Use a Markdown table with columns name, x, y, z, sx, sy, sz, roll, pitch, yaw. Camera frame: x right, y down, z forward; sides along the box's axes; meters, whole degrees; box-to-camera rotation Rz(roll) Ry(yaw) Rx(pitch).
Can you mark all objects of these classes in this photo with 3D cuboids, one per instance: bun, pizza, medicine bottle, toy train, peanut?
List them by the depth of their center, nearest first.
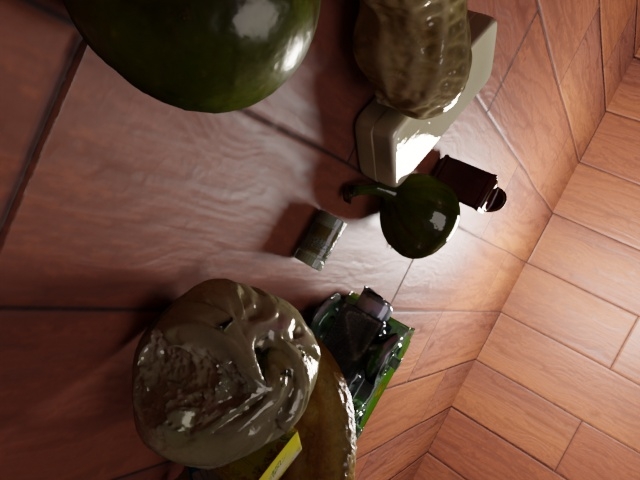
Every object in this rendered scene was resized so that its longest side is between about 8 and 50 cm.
| name | x | y | z | sx | sy | sz | roll | pitch | yaw |
| --- | --- | --- | --- | --- | --- | --- | --- | --- | --- |
| bun | -0.102 | 0.149 | 0.685 | 0.237 | 0.210 | 0.116 | -34 | -174 | -35 |
| peanut | 0.102 | -0.277 | 0.716 | 0.153 | 0.140 | 0.325 | -20 | 145 | 12 |
| pizza | -0.023 | 0.290 | 0.888 | 0.258 | 0.268 | 0.087 | -54 | 144 | -6 |
| medicine bottle | 0.000 | 0.000 | 0.896 | 0.083 | 0.047 | 0.047 | -61 | 154 | -1 |
| toy train | 0.049 | 0.238 | 1.085 | 0.307 | 0.173 | 0.249 | -61 | 160 | -1 |

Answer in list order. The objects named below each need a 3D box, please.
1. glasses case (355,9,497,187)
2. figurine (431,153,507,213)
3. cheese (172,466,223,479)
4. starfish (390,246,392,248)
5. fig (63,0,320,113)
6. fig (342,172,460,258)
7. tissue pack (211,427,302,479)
| name | x | y | z | sx | sy | sz | roll | pitch | yaw |
| --- | --- | --- | --- | --- | --- | --- | --- | --- | --- |
| glasses case | 0.174 | -0.232 | 0.955 | 0.313 | 0.070 | 0.131 | -49 | 151 | -23 |
| figurine | 0.304 | -0.099 | 1.219 | 0.082 | 0.154 | 0.098 | -59 | 157 | -7 |
| cheese | -0.158 | 0.336 | 0.842 | 0.250 | 0.156 | 0.064 | -52 | 147 | 13 |
| starfish | 0.157 | -0.022 | 1.189 | 0.086 | 0.016 | 0.092 | -64 | 159 | 2 |
| fig | -0.092 | -0.176 | 0.438 | 0.181 | 0.181 | 0.191 | -50 | 173 | -22 |
| fig | 0.130 | -0.068 | 1.024 | 0.259 | 0.151 | 0.151 | 28 | 91 | -36 |
| tissue pack | -0.121 | 0.247 | 0.776 | 0.095 | 0.176 | 0.062 | -45 | 149 | -29 |
